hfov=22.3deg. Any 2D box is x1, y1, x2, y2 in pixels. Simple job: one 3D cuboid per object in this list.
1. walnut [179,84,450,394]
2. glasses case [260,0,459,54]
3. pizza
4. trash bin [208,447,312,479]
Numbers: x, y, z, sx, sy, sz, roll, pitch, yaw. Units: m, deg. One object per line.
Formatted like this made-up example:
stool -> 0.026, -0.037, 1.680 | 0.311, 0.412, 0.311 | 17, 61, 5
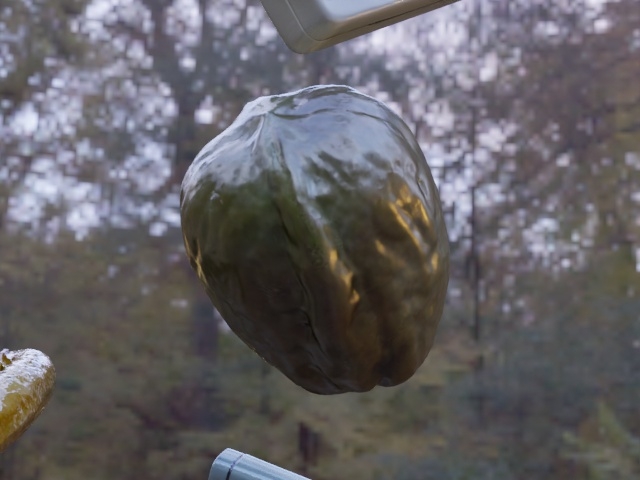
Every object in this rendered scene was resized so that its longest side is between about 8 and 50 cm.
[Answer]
walnut -> 0.000, 0.000, 1.445 | 0.227, 0.283, 0.283 | -21, -15, 0
glasses case -> 0.065, -0.282, 1.583 | 0.312, 0.131, 0.070 | -24, -6, -42
pizza -> -0.345, 0.166, 1.453 | 0.228, 0.081, 0.289 | -32, 9, 8
trash bin -> -0.065, 0.313, 1.868 | 0.130, 0.116, 0.059 | 17, 25, 18
